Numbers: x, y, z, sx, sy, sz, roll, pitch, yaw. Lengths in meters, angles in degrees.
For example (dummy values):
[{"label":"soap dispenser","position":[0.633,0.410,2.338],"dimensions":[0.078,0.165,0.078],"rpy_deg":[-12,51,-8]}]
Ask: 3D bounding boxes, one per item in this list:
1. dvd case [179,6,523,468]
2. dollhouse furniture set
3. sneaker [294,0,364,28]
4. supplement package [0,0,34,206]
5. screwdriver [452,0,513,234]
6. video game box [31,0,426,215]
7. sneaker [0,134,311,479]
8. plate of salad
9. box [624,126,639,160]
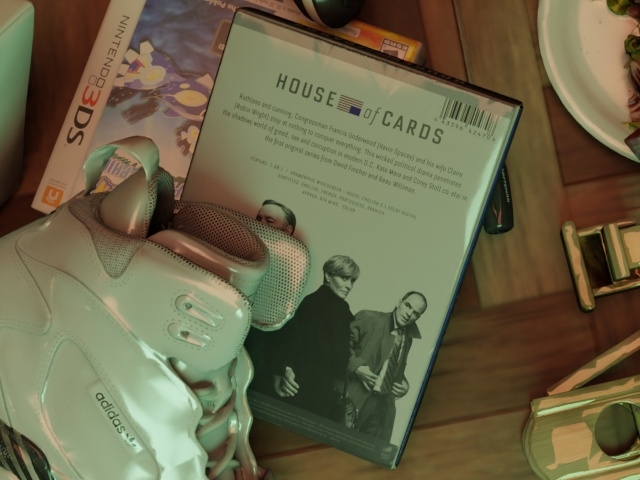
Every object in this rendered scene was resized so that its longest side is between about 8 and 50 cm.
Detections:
[{"label":"dvd case","position":[0.000,0.000,0.960],"dimensions":[0.179,0.029,0.238],"rpy_deg":[20,105,9]},{"label":"dollhouse furniture set","position":[0.154,0.061,0.915],"dimensions":[0.101,0.182,0.161],"rpy_deg":[-14,82,5]},{"label":"sneaker","position":[-0.050,-0.215,1.027],"dimensions":[0.097,0.084,0.234],"rpy_deg":[-32,62,15]},{"label":"supplement package","position":[-0.347,-0.101,0.969],"dimensions":[0.293,0.175,0.177],"rpy_deg":[29,50,10]},{"label":"screwdriver","position":[0.103,-0.086,1.026],"dimensions":[0.025,0.024,0.170],"rpy_deg":[1,74,-23]},{"label":"video game box","position":[-0.059,-0.071,1.027],"dimensions":[0.205,0.048,0.187],"rpy_deg":[19,88,9]},{"label":"sneaker","position":[-0.069,0.119,0.916],"dimensions":[0.210,0.137,0.366],"rpy_deg":[-41,88,22]},{"label":"plate of salad","position":[0.237,-0.142,1.001],"dimensions":[0.200,0.048,0.200],"rpy_deg":[-1,82,6]},{"label":"box","position":[0.328,0.014,0.900],"dimensions":[0.154,0.142,0.300],"rpy_deg":[-38,90,1]}]
